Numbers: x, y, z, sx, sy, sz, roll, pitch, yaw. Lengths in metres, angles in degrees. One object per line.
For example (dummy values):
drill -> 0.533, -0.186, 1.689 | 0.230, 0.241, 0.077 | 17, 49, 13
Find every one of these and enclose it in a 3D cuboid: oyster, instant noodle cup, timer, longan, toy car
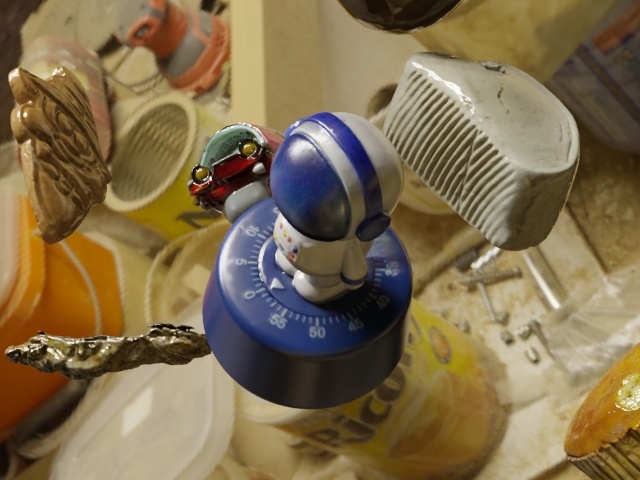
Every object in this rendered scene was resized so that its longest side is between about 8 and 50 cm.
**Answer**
oyster -> -0.332, 0.178, 1.477 | 0.345, 0.129, 0.079 | -5, 77, 8
instant noodle cup -> -0.084, -0.111, 1.741 | 0.244, 0.255, 0.244 | -6, 79, 34
timer -> 0.000, 0.000, 1.091 | 0.383, 0.270, 0.270 | 101, 167, -56
longan -> 0.151, -0.520, 1.767 | 0.297, 0.297, 0.297 | -23, 53, 34
toy car -> -0.117, -0.070, 1.396 | 0.139, 0.112, 0.112 | -25, 76, -5

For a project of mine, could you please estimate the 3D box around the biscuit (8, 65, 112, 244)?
biscuit -> -0.272, -0.096, 0.999 | 0.035, 0.162, 0.250 | -23, 49, 19

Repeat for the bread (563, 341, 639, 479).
bread -> 0.438, 0.223, 1.247 | 0.250, 0.133, 0.179 | -47, 0, 21

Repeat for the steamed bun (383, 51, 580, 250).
steamed bun -> 0.314, -0.182, 1.730 | 0.383, 0.236, 0.247 | 47, 142, 28
